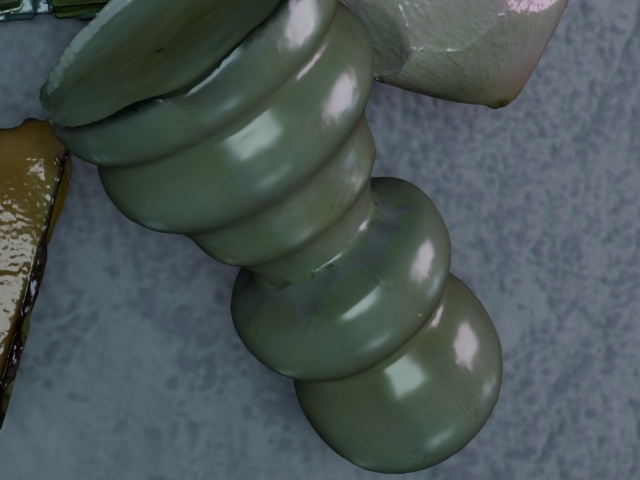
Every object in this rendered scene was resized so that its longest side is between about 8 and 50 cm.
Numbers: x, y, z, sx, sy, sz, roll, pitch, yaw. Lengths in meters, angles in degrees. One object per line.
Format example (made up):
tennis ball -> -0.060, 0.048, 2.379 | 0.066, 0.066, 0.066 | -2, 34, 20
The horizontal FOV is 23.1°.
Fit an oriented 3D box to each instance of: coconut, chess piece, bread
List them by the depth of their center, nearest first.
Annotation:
chess piece -> 0.000, 0.000, 0.905 | 0.182, 0.182, 0.330 | -37, 119, -8
bread -> -0.186, 0.022, 0.909 | 0.169, 0.140, 0.160 | -26, 91, -10
coconut -> 0.068, -0.162, 0.936 | 0.171, 0.171, 0.183 | -21, 93, -10

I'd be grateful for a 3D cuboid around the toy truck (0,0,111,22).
toy truck -> -0.187, -0.163, 0.916 | 0.169, 0.100, 0.077 | -5, 95, -11
